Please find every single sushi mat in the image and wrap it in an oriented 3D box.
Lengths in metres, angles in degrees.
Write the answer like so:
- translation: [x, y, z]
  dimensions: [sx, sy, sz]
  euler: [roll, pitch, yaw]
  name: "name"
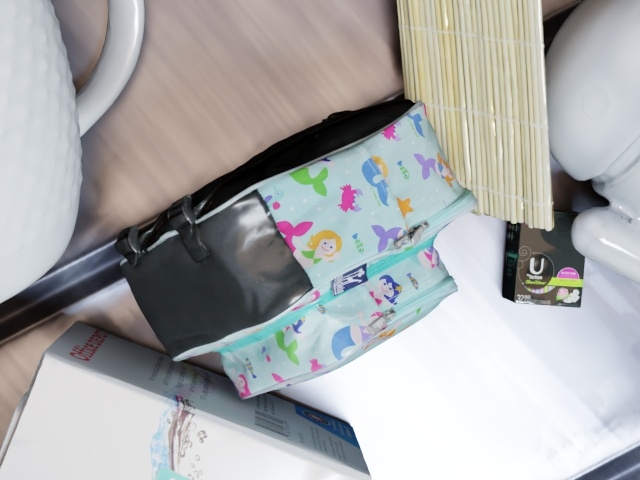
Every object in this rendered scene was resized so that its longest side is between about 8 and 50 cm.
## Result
- translation: [0.119, -0.165, 1.102]
  dimensions: [0.019, 0.151, 0.316]
  euler: [-27, 119, -41]
  name: "sushi mat"

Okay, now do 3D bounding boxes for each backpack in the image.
- translation: [0.000, 0.000, 1.085]
  dimensions: [0.253, 0.225, 0.191]
  euler: [-38, 96, -35]
  name: "backpack"

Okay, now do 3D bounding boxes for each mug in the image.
- translation: [-0.291, -0.140, 1.053]
  dimensions: [0.374, 0.276, 0.328]
  euler: [-38, 127, -30]
  name: "mug"

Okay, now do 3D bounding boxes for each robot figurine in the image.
- translation: [0.328, -0.094, 1.123]
  dimensions: [0.353, 0.200, 0.300]
  euler: [32, 83, -5]
  name: "robot figurine"

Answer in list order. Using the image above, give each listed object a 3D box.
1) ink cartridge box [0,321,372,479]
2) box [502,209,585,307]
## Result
- translation: [-0.124, 0.212, 1.115]
  dimensions: [0.270, 0.198, 0.197]
  euler: [22, 93, -4]
  name: "ink cartridge box"
- translation: [0.197, 0.014, 1.196]
  dimensions: [0.062, 0.052, 0.083]
  euler: [4, 92, -5]
  name: "box"
